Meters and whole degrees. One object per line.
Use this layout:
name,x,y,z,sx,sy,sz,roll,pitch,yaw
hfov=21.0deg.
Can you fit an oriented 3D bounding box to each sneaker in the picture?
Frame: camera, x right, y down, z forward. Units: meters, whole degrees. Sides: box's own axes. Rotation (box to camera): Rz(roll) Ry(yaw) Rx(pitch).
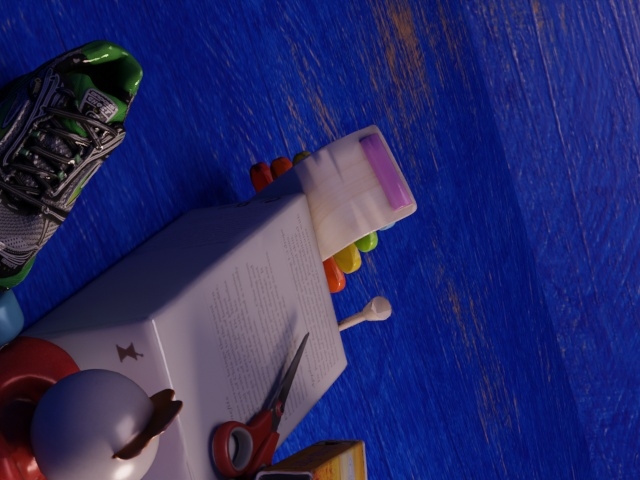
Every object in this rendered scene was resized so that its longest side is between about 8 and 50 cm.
sneaker,-0.267,-0.088,1.611,0.134,0.146,0.344,43,34,-19

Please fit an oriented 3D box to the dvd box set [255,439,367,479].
dvd box set,0.001,0.380,1.846,0.420,0.062,0.308,20,68,-81

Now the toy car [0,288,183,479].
toy car,-0.218,0.162,1.534,0.210,0.238,0.219,-63,138,-57

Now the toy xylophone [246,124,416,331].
toy xylophone,0.000,0.000,2.096,0.081,0.322,0.236,-22,92,-34

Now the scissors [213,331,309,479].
scissors,-0.051,0.196,1.806,0.297,0.021,0.109,-48,126,-64

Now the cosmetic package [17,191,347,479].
cosmetic package,-0.132,0.123,1.865,0.453,0.161,0.230,-42,121,-65
